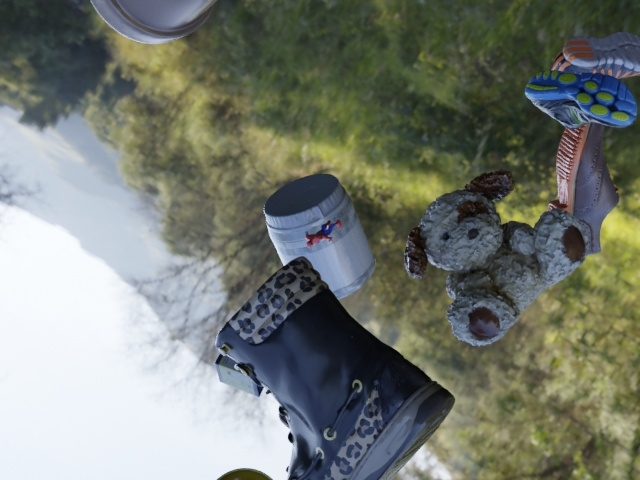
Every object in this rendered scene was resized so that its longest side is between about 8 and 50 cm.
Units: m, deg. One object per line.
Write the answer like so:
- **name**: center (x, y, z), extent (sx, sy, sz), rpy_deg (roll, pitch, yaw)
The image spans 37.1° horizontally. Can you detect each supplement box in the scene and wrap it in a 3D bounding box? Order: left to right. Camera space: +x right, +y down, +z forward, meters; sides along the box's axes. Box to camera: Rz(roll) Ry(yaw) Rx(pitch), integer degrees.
- **supplement box**: center (-0.142, 0.235, 1.756), extent (0.083, 0.056, 0.083), rpy_deg (19, 149, 14)

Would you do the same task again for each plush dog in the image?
- **plush dog**: center (0.262, 0.016, 1.534), extent (0.225, 0.262, 0.210), rpy_deg (48, 178, 5)

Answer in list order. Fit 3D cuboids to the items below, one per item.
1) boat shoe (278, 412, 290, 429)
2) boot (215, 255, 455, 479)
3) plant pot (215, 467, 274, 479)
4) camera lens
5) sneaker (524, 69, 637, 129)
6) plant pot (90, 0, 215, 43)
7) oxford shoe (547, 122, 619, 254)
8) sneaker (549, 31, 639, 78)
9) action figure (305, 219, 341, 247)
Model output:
- **boat shoe**: center (-0.002, 0.365, 1.863), extent (0.178, 0.064, 0.060), rpy_deg (25, 170, 12)
- **boot**: center (-0.029, 0.231, 1.274), extent (0.284, 0.377, 0.138), rpy_deg (48, -147, 17)
- **plant pot**: center (-0.131, 0.427, 1.497), extent (0.134, 0.134, 0.095), rpy_deg (30, 158, -9)
- **camera lens**: center (0.000, 0.000, 2.374), extent (0.219, 0.219, 0.274), rpy_deg (36, 153, 60)
- **sneaker**: center (0.380, -0.197, 1.370), extent (0.078, 0.067, 0.188), rpy_deg (43, 169, -38)
- **plant pot**: center (-0.258, -0.499, 1.692), extent (0.263, 0.263, 0.229), rpy_deg (29, 161, -34)
- **oxford shoe**: center (0.590, -0.141, 2.096), extent (0.132, 0.364, 0.130), rpy_deg (6, -159, -1)
- **sneaker**: center (0.754, -0.463, 2.578), extent (0.321, 0.125, 0.180), rpy_deg (0, 150, -19)
- **action figure**: center (0.003, -0.010, 1.816), extent (0.038, 0.030, 0.115), rpy_deg (3, -162, 28)
